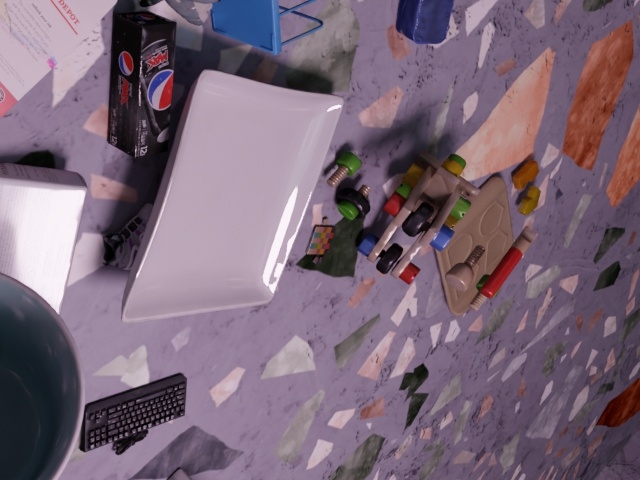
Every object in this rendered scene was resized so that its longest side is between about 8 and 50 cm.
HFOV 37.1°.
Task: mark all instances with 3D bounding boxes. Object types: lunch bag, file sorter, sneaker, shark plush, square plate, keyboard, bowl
[{"bbox_3d":[0.159,-0.358,1.476,0.067,0.065,0.098,-4,119,-30],"label":"lunch bag"},{"bbox_3d":[-0.067,-0.342,1.190,0.104,0.118,0.170,-34,136,-35],"label":"file sorter"},{"bbox_3d":[-0.258,-0.006,1.261,0.069,0.038,0.098,9,106,-52],"label":"sneaker"},{"bbox_3d":[-0.189,-0.296,1.136,0.161,0.073,0.067,-7,150,-51],"label":"shark plush"},{"bbox_3d":[-0.123,-0.060,1.335,0.344,0.049,0.347,-2,116,-58],"label":"square plate"},{"bbox_3d":[-0.279,0.272,1.439,0.180,0.023,0.108,-13,124,-42],"label":"keyboard"},{"bbox_3d":[-0.407,0.196,1.039,0.311,0.311,0.163,-42,167,-22],"label":"bowl"}]

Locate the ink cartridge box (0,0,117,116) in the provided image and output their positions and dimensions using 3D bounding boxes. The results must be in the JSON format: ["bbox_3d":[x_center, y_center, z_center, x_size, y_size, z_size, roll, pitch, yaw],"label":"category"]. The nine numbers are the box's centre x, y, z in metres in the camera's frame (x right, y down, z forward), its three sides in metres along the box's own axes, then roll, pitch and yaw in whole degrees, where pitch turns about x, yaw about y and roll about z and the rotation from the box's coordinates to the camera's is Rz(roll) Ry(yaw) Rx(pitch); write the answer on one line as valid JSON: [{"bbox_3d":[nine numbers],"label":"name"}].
[{"bbox_3d":[-0.324,-0.236,1.009,0.198,0.067,0.115,-47,142,-13],"label":"ink cartridge box"}]

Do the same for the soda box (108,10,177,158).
[{"bbox_3d":[-0.218,-0.190,1.165,0.053,0.060,0.168,-20,128,-44],"label":"soda box"}]

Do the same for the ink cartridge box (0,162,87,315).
[{"bbox_3d":[-0.404,0.001,1.109,0.232,0.066,0.189,7,110,-28],"label":"ink cartridge box"}]

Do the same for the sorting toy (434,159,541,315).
[{"bbox_3d":[0.342,-0.018,1.938,0.307,0.041,0.229,-42,135,-21],"label":"sorting toy"}]

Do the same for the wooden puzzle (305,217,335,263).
[{"bbox_3d":[0.000,0.000,1.583,0.049,0.006,0.083,1,113,-49],"label":"wooden puzzle"}]

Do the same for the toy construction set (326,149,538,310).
[{"bbox_3d":[0.215,-0.052,1.573,0.237,0.309,0.257,-49,150,-21],"label":"toy construction set"}]

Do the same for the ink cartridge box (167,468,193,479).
[{"bbox_3d":[-0.193,0.450,1.562,0.056,0.135,0.099,-44,140,-14],"label":"ink cartridge box"}]
